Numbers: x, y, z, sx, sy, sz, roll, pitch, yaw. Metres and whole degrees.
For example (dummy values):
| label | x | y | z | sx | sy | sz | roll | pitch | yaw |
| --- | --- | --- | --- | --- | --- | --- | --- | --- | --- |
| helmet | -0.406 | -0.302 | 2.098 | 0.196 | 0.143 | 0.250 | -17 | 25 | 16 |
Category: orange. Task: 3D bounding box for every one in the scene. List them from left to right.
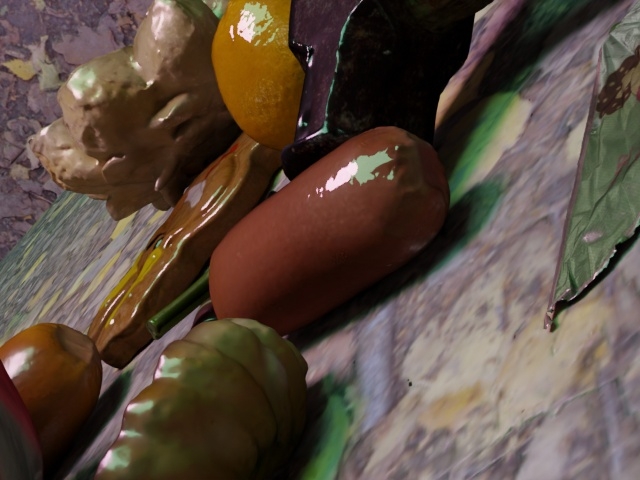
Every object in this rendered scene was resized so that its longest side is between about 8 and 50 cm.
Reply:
| label | x | y | z | sx | sy | sz | roll | pitch | yaw |
| --- | --- | --- | --- | --- | --- | --- | --- | --- | --- |
| orange | -0.014 | -0.147 | 1.029 | 0.159 | 0.136 | 0.159 | -46 | 11 | 12 |

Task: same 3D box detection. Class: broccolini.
| label | x | y | z | sx | sy | sz | roll | pitch | yaw |
| --- | --- | --- | --- | --- | --- | --- | --- | --- | --- |
| broccolini | -0.031 | -0.016 | 0.847 | 0.218 | 0.042 | 0.044 | -40 | 12 | -19 |

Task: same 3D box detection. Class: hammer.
| label | x | y | z | sx | sy | sz | roll | pitch | yaw |
| --- | --- | --- | --- | --- | --- | --- | --- | --- | --- |
| hammer | 0.134 | -0.180 | 0.700 | 0.409 | 0.095 | 0.242 | -23 | 50 | 46 |

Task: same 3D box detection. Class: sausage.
| label | x | y | z | sx | sy | sz | roll | pitch | yaw |
| --- | --- | --- | --- | --- | --- | --- | --- | --- | --- |
| sausage | -0.279 | 0.183 | 1.074 | 0.274 | 0.105 | 0.105 | -48 | 14 | 5 |
| sausage | 0.000 | 0.000 | 0.731 | 0.194 | 0.077 | 0.077 | -34 | 21 | 46 |

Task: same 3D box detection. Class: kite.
| label | x | y | z | sx | sy | sz | roll | pitch | yaw |
| --- | --- | --- | --- | --- | --- | --- | --- | --- | --- |
| kite | 0.178 | -0.098 | 0.560 | 0.323 | 0.013 | 0.268 | -51 | 13 | -1 |

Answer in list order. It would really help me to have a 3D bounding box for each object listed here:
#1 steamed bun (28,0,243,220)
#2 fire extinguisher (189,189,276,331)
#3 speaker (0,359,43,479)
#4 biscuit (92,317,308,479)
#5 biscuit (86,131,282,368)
| label | x | y | z | sx | sy | sz | roll | pitch | yaw |
| --- | --- | --- | --- | --- | --- | --- | --- | --- | --- |
| steamed bun | -0.125 | -0.130 | 1.300 | 0.295 | 0.137 | 0.292 | -32 | -15 | -28 |
| fire extinguisher | -0.053 | 0.028 | 0.886 | 0.158 | 0.043 | 0.064 | -74 | 6 | -60 |
| speaker | -0.324 | 0.173 | 0.890 | 0.294 | 0.294 | 0.294 | -46 | 14 | 16 |
| biscuit | -0.055 | 0.109 | 0.629 | 0.118 | 0.061 | 0.183 | 81 | -148 | -49 |
| biscuit | -0.111 | -0.016 | 1.187 | 0.295 | 0.044 | 0.186 | -53 | 16 | -9 |
